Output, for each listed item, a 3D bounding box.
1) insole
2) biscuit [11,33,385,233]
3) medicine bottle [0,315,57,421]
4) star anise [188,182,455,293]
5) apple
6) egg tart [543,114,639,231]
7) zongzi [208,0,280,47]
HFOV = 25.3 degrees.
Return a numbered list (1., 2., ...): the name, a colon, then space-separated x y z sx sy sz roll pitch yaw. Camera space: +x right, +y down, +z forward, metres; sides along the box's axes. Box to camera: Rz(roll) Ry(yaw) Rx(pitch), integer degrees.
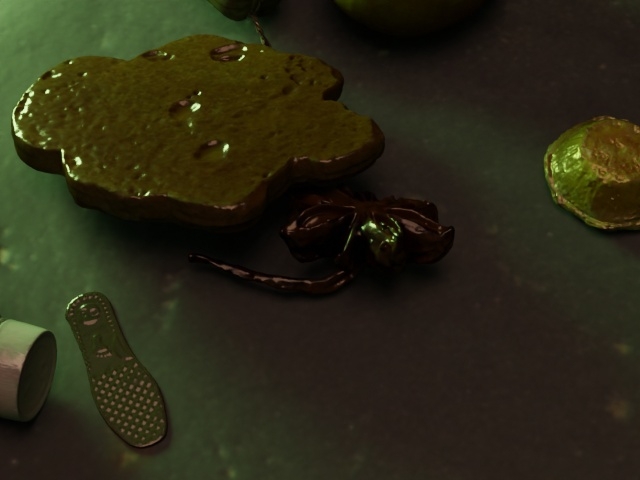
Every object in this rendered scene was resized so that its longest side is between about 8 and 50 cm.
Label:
1. insole: -0.144 0.089 0.998 0.045 0.002 0.135 -22 58 -12
2. biscuit: -0.092 -0.082 1.067 0.290 0.041 0.208 10 44 18
3. medicine bottle: -0.278 0.072 0.977 0.183 0.069 0.119 12 57 12
4. star anise: 0.000 0.000 1.016 0.190 0.070 0.097 3 30 6
5. apple: 0.074 -0.242 1.118 0.163 0.147 0.146 -11 58 -6
6. egg tart: 0.218 -0.056 1.054 0.105 0.039 0.105 0 56 0
7. zongzi: -0.043 -0.262 1.187 0.178 0.081 0.189 -32 66 -29
